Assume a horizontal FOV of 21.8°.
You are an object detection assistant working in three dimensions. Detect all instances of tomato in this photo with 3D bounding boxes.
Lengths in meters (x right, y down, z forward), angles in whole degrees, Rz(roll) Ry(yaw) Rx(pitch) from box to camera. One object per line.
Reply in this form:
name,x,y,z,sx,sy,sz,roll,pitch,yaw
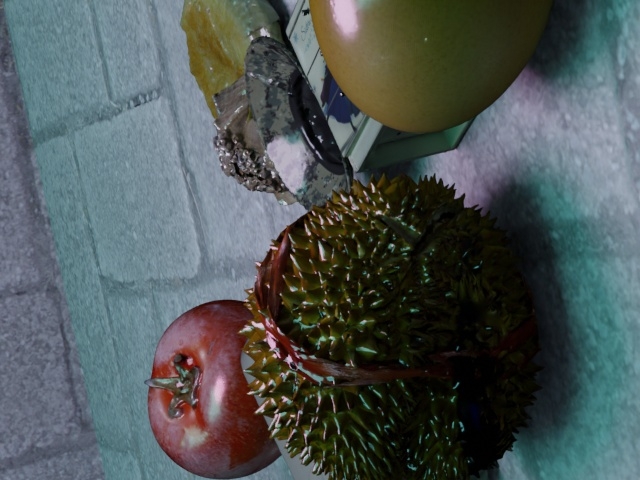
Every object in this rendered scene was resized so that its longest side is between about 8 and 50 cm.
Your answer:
tomato,-0.131,0.223,2.510,0.270,0.227,0.270,-10,77,49

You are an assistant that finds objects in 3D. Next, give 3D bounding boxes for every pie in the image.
pie,-0.119,-0.260,2.426,0.306,0.071,0.306,49,148,47

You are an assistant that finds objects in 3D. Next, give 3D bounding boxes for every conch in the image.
conch,-0.069,-0.135,2.287,0.178,0.163,0.245,53,164,31

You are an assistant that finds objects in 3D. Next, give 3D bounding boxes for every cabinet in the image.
cabinet,0.075,-0.210,1.907,0.206,0.150,0.145,66,154,22

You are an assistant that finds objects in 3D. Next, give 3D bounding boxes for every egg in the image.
egg,0.111,-0.257,1.672,0.250,0.250,0.322,53,150,44

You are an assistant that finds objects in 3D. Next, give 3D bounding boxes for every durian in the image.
durian,0.079,0.108,1.853,0.347,0.347,0.384,33,121,59

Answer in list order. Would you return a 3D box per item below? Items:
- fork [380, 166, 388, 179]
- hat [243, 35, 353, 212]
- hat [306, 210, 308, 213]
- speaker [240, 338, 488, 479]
fork,0.079,-0.072,2.141,0.012,0.016,0.115,-114,26,-44
hat,0.017,-0.156,2.092,0.265,0.128,0.265,51,155,35
hat,0.000,0.000,2.305,0.076,0.059,0.077,-77,5,-54
speaker,0.055,0.222,2.149,0.406,0.183,0.184,61,147,34
